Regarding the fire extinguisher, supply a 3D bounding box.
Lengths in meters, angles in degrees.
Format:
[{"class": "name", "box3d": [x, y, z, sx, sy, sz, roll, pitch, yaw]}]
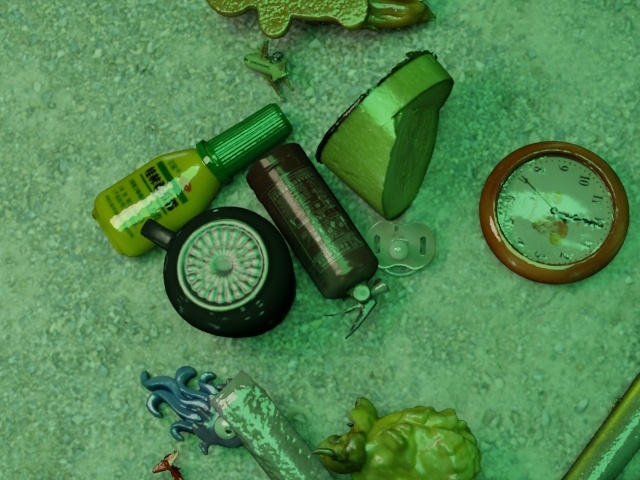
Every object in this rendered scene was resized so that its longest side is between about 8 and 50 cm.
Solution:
[{"class": "fire extinguisher", "box3d": [0.000, 0.000, 1.434, 0.105, 0.105, 0.269, -33, 77, -2]}]

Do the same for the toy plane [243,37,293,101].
[{"class": "toy plane", "box3d": [-0.075, -0.254, 1.512, 0.040, 0.102, 0.111, -26, 38, -21]}]

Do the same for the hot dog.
[{"class": "hot dog", "box3d": [0.040, -0.365, 1.522, 0.270, 0.072, 0.109, 17, 82, 10]}]

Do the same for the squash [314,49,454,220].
[{"class": "squash", "box3d": [0.108, -0.148, 1.393, 0.133, 0.220, 0.220, 42, 85, 13]}]

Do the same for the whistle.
[{"class": "whistle", "box3d": [0.375, 0.276, 1.354, 0.057, 0.068, 0.326, 40, 83, -2]}]

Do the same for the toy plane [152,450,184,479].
[{"class": "toy plane", "box3d": [-0.156, 0.381, 1.383, 0.194, 0.077, 0.126, 29, 79, 19]}]

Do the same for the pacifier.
[{"class": "pacifier", "box3d": [0.110, 0.014, 1.432, 0.099, 0.078, 0.081, 0, 98, 5]}]

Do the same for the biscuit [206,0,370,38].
[{"class": "biscuit", "box3d": [-0.047, -0.362, 1.480, 0.240, 0.035, 0.158, 1, 79, 9]}]

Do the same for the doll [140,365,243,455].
[{"class": "doll", "box3d": [-0.165, 0.229, 1.420, 0.206, 0.067, 0.110, 20, 71, 20]}]

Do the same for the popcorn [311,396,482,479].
[{"class": "popcorn", "box3d": [0.105, 0.277, 1.331, 0.195, 0.173, 0.168, 35, 126, 6]}]

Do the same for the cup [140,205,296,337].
[{"class": "cup", "box3d": [-0.136, 0.037, 1.399, 0.223, 0.176, 0.169, 29, 84, 14]}]

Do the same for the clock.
[{"class": "clock", "box3d": [0.322, -0.039, 1.434, 0.205, 0.051, 0.205, -1, 77, 5]}]

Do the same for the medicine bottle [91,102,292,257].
[{"class": "medicine bottle", "box3d": [-0.178, -0.094, 1.483, 0.309, 0.076, 0.111, -34, 78, -3]}]

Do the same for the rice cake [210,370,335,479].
[{"class": "rice cake", "box3d": [-0.002, 0.343, 1.344, 0.070, 0.064, 0.399, -37, 88, -11]}]
